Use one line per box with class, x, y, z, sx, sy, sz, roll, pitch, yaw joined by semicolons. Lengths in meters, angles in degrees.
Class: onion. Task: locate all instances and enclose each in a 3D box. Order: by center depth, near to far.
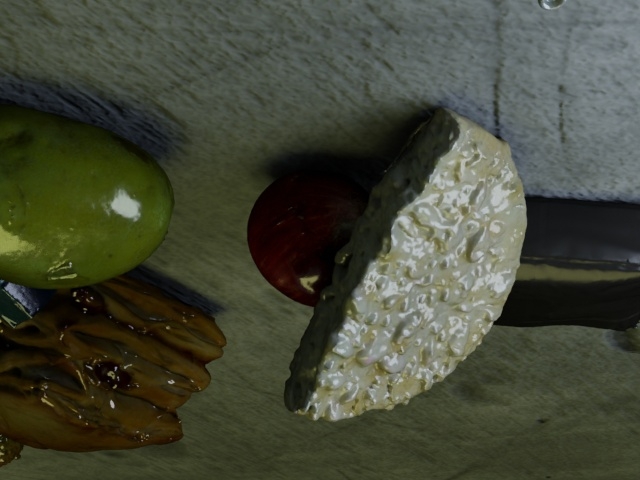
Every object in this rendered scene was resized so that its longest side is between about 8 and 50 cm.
onion;0.000;0.000;1.412;0.131;0.131;0.131;4;157;2

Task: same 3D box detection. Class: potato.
potato;-0.253;-0.031;1.364;0.253;0.148;0.186;6;154;0

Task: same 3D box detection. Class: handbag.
handbag;0.197;0.035;1.507;0.246;0.080;0.223;4;157;5

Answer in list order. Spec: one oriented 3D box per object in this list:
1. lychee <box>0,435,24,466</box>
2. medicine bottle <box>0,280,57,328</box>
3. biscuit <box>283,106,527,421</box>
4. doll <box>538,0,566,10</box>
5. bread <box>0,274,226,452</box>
lychee;-0.435;0.241;2.077;0.114;0.114;0.146;-8;134;28
medicine bottle;-0.385;0.029;1.597;0.258;0.079;0.124;-8;125;32
biscuit;0.084;0.036;1.348;0.179;0.281;0.084;24;-169;-40
doll;0.123;-0.218;0.956;0.102;0.075;0.227;-10;142;9
bread;-0.292;0.144;1.749;0.324;0.167;0.277;-15;149;37
